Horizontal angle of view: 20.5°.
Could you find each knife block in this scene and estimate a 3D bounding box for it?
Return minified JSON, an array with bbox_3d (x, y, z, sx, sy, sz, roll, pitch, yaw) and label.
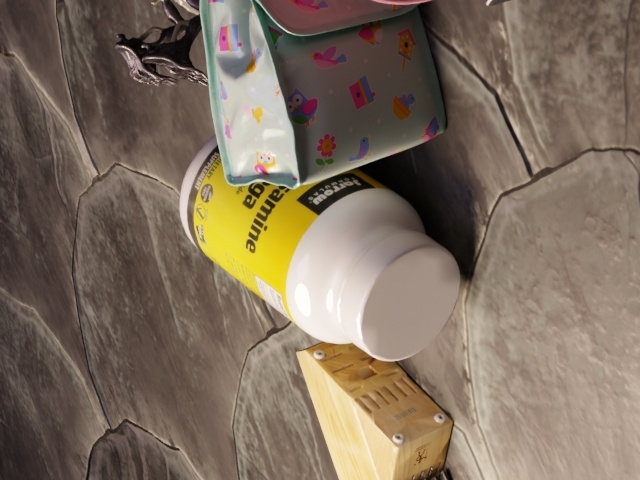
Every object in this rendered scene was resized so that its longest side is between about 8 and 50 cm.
[{"bbox_3d":[0.071,0.277,2.160,0.276,0.088,0.242,45,141,35],"label":"knife block"}]

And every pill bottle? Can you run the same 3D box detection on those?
[{"bbox_3d":[0.000,0.000,2.016,0.334,0.188,0.188,34,134,44],"label":"pill bottle"}]

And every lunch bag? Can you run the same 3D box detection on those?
[{"bbox_3d":[-0.005,-0.208,1.867,0.160,0.223,0.262,5,110,51],"label":"lunch bag"}]

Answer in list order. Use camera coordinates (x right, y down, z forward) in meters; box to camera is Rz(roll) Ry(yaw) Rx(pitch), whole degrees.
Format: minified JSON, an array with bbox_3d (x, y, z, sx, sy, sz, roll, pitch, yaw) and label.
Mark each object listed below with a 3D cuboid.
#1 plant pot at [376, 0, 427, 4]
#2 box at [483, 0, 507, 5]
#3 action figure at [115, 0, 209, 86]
[{"bbox_3d":[0.069,-0.357,1.712,0.180,0.201,0.201,-119,28,-45],"label":"plant pot"},{"bbox_3d":[0.223,-0.307,1.518,0.108,0.153,0.207,64,148,11],"label":"box"},{"bbox_3d":[-0.147,-0.314,2.103,0.164,0.141,0.275,-5,66,52],"label":"action figure"}]
